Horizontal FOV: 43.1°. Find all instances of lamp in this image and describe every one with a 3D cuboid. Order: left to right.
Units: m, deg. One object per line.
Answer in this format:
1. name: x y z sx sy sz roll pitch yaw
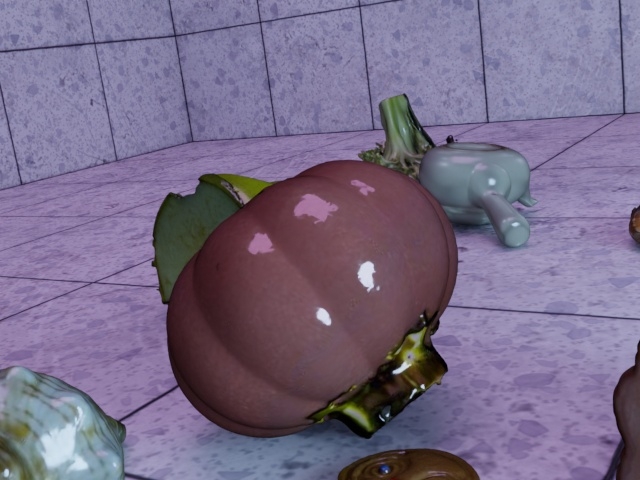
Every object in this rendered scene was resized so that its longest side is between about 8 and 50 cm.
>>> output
1. lamp: 0.006 0.069 0.772 0.305 0.240 0.305 -37 -14 -11

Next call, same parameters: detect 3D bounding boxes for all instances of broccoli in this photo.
1. broccoli: 0.197 -0.196 1.756 0.247 0.243 0.263 -16 3 27

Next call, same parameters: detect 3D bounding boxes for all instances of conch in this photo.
1. conch: -0.241 0.190 0.623 0.203 0.170 0.386 15 -20 2

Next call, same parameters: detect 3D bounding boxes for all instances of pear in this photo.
1. pear: -0.082 -0.003 1.185 0.292 0.159 0.292 -6 -9 -1

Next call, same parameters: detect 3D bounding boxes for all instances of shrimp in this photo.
1. shrimp: 0.558 -0.025 1.283 0.143 0.052 0.251 7 24 13

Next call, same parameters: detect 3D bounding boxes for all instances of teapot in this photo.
1. teapot: 0.279 -0.091 1.478 0.220 0.149 0.318 4 15 17

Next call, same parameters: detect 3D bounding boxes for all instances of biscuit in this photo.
1. biscuit: 0.050 0.205 0.631 0.175 0.026 0.124 -19 17 -40

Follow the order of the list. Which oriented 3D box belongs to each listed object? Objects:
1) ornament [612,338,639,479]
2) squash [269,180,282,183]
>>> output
1. ornament: 0.338 0.093 0.570 0.235 0.221 0.217 -31 -8 38
2. squash: -0.093 -0.043 1.532 0.132 0.133 0.247 1 15 34
